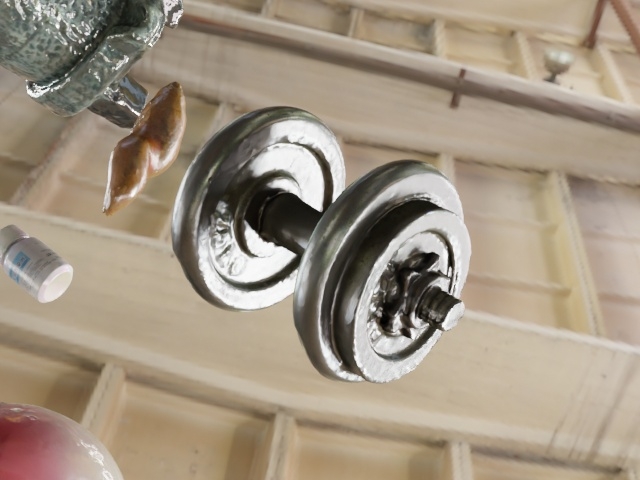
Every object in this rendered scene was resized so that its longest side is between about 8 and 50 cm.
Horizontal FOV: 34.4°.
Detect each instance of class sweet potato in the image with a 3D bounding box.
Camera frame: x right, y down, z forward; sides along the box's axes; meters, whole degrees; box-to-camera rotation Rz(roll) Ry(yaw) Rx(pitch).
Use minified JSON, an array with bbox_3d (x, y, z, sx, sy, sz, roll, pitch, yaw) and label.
[{"bbox_3d":[-0.172,-0.097,1.050,0.058,0.055,0.202,32,-142,-11],"label":"sweet potato"}]

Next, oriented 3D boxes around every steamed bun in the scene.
[{"bbox_3d":[-0.360,0.305,1.120,0.309,0.309,0.309,11,-150,-6],"label":"steamed bun"}]

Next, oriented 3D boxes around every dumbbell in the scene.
[{"bbox_3d":[0.000,0.000,0.862,0.192,0.192,0.290,-17,-146,-42],"label":"dumbbell"}]

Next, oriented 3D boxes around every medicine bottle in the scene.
[{"bbox_3d":[-0.319,0.025,1.137,0.089,0.052,0.052,36,-145,17],"label":"medicine bottle"}]

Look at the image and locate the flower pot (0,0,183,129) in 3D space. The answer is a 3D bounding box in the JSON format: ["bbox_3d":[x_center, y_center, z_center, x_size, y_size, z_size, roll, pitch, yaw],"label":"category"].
[{"bbox_3d":[-0.338,-0.316,1.442,0.283,0.299,0.299,34,-164,-35],"label":"flower pot"}]
